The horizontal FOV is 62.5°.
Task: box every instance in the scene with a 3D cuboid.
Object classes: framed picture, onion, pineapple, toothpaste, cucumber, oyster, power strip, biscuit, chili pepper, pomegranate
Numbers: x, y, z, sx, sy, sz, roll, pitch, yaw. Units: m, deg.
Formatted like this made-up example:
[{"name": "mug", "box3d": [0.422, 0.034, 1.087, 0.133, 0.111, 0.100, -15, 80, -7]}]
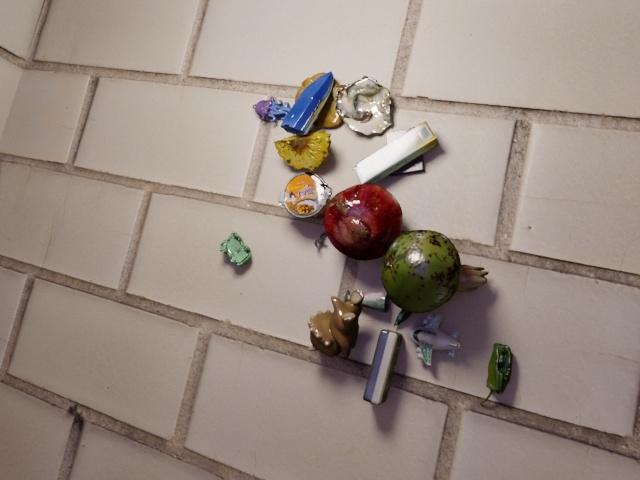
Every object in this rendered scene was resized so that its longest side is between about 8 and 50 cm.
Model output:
[{"name": "framed picture", "box3d": [0.312, -0.328, 1.949, 0.128, 0.023, 0.168, -7, 77, 18]}, {"name": "onion", "box3d": [0.147, -0.062, 1.832, 0.277, 0.276, 0.275, -4, 78, 19]}, {"name": "pineapple", "box3d": [-0.038, -0.356, 2.054, 0.250, 0.164, 0.139, -3, 117, 24]}, {"name": "toothpaste", "box3d": [0.269, -0.307, 1.909, 0.313, 0.071, 0.089, -31, 73, 11]}, {"name": "cucumber", "box3d": [0.305, 0.242, 1.830, 0.155, 0.037, 0.037, -44, 68, 6]}, {"name": "oyster", "box3d": [0.164, -0.503, 1.998, 0.214, 0.083, 0.222, -11, 96, 11]}, {"name": "power strip", "box3d": [0.213, 0.432, 1.789, 0.070, 0.105, 0.256, 15, 86, 22]}, {"name": "biscuit", "box3d": [0.005, -0.552, 2.096, 0.203, 0.041, 0.260, -37, 68, 10]}, {"name": "chili pepper", "box3d": [0.567, 0.432, 1.681, 0.072, 0.073, 0.203, 12, 85, 8]}, {"name": "pomegranate", "box3d": [0.378, 0.105, 1.733, 0.341, 0.285, 0.284, 11, 82, -12]}]

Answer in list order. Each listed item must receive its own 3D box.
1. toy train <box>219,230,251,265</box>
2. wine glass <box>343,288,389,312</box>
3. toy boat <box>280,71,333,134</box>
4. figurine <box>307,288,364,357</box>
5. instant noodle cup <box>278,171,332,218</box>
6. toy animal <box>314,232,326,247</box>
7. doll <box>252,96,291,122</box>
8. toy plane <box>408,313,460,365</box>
[{"name": "toy train", "box3d": [-0.333, 0.029, 2.090, 0.099, 0.081, 0.149, -44, 74, 7]}, {"name": "wine glass", "box3d": [0.163, 0.211, 1.868, 0.155, 0.073, 0.073, 5, 81, 20]}, {"name": "toy boat", "box3d": [-0.030, -0.534, 2.037, 0.129, 0.088, 0.295, 19, 74, 48]}, {"name": "figurine", "box3d": [0.041, 0.292, 1.829, 0.173, 0.247, 0.177, 16, 44, 15]}, {"name": "instant noodle cup", "box3d": [-0.038, -0.158, 1.988, 0.208, 0.125, 0.177, 10, 84, 21]}, {"name": "toy animal", "box3d": [0.000, 0.001, 1.994, 0.028, 0.050, 0.084, 45, 57, -8]}, {"name": "doll", "box3d": [-0.187, -0.529, 2.151, 0.206, 0.067, 0.109, 16, 73, 19]}, {"name": "toy plane", "box3d": [0.379, 0.330, 1.763, 0.174, 0.080, 0.173, -5, 77, 22]}]
